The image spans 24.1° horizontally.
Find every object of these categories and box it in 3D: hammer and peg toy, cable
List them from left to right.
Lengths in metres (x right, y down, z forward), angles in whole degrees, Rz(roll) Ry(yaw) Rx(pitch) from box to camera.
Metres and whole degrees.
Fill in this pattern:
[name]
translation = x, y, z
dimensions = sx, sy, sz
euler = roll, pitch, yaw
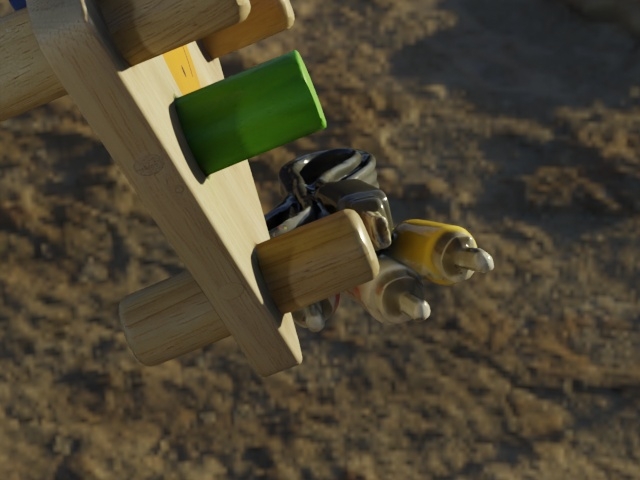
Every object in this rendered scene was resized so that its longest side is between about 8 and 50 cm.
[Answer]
[hammer and peg toy]
translation = -0.098, -0.132, 0.655
dimensions = 0.127, 0.361, 0.266
euler = -22, 50, 5
[cable]
translation = 0.000, 0.000, 0.900
dimensions = 0.139, 0.072, 0.287
euler = -16, 11, -7
